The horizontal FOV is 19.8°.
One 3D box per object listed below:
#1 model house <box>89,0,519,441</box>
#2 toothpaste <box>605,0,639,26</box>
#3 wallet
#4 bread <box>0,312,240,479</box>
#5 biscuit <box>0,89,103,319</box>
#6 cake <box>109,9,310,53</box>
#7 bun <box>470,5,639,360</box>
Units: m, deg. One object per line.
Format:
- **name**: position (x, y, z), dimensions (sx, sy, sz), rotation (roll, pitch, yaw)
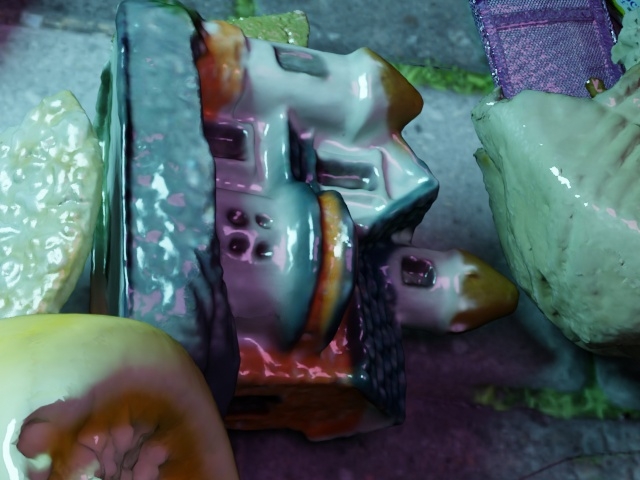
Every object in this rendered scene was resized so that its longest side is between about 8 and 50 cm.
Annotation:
- **model house**: position (0.000, 0.000, 1.157), dimensions (0.301, 0.190, 0.271), rotation (6, 57, -18)
- **toothpaste**: position (0.280, -0.145, 1.392), dimensions (0.034, 0.046, 0.164), rotation (-37, 79, -26)
- **wallet**: position (0.179, -0.123, 1.360), dimensions (0.111, 0.030, 0.166), rotation (-7, 68, -21)
- **bread**: position (-0.153, 0.249, 0.903), dimensions (0.245, 0.329, 0.424), rotation (-3, 87, 1)
- **biscuit**: position (-0.224, 0.020, 1.113), dimensions (0.188, 0.040, 0.265), rotation (32, 83, 41)
- **cake**: position (-0.075, -0.127, 1.275), dimensions (0.140, 0.051, 0.055), rotation (-4, 68, -16)
- **bun**: position (0.245, -0.014, 1.227), dimensions (0.282, 0.205, 0.281), rotation (2, 51, -3)
